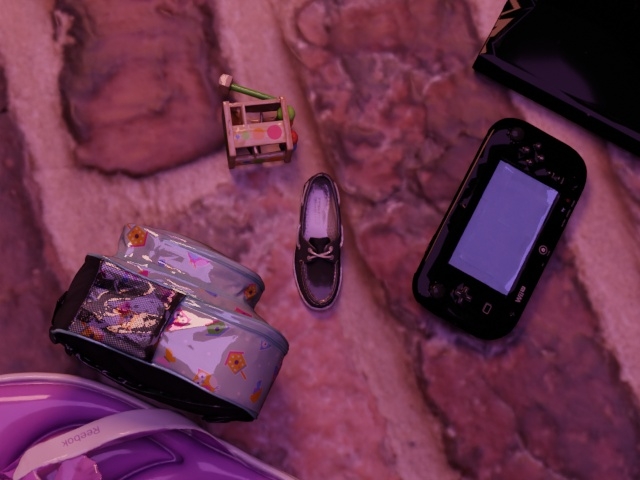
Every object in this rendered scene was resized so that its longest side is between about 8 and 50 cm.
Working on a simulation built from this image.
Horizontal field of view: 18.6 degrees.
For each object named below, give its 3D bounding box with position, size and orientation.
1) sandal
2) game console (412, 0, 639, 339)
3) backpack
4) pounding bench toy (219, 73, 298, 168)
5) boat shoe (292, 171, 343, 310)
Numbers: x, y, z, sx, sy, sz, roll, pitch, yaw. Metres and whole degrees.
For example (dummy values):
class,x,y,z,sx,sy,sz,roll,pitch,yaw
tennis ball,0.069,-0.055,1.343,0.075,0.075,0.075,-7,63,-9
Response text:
class,x,y,z,sx,sy,sz,roll,pitch,yaw
sandal,-0.160,0.213,1.686,0.416,0.102,0.169,15,78,-1
game console,0.214,-0.073,1.801,0.213,0.044,0.361,27,79,2
backpack,-0.117,0.076,1.683,0.188,0.166,0.144,30,81,8
pounding bench toy,-0.057,-0.114,1.784,0.065,0.052,0.083,-7,79,-6
boat shoe,0.000,0.000,1.773,0.046,0.038,0.125,5,78,-3
